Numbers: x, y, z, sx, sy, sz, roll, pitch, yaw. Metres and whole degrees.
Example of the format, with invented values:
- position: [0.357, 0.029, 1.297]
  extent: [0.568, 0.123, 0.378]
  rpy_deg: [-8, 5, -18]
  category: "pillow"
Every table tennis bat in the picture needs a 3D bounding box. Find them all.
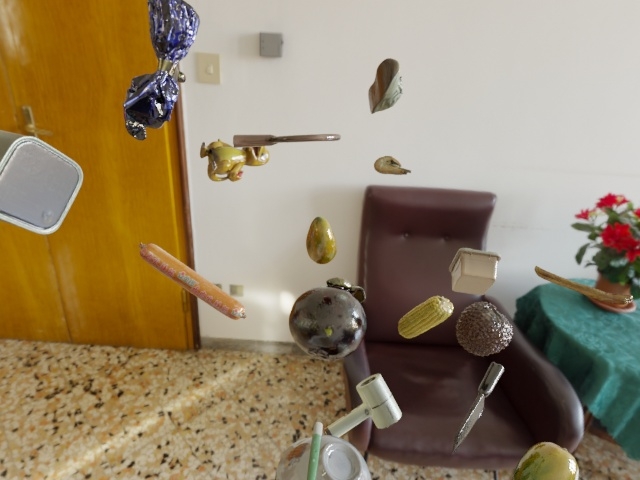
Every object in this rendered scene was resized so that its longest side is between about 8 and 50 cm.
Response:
- position: [-0.054, -0.208, 0.641]
  extent: [0.169, 0.119, 0.107]
  rpy_deg: [-3, 13, -2]
  category: "table tennis bat"

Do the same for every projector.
- position: [-0.311, -0.061, 0.418]
  extent: [0.082, 0.083, 0.083]
  rpy_deg: [14, -15, 20]
  category: "projector"

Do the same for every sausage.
- position: [-0.344, 0.110, 1.108]
  extent: [0.347, 0.053, 0.053]
  rpy_deg: [34, 29, 1]
  category: "sausage"

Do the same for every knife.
- position: [0.324, 0.347, 0.856]
  extent: [0.028, 0.060, 0.230]
  rpy_deg: [13, 39, 41]
  category: "knife"

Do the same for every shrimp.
- position: [0.206, -0.214, 1.180]
  extent: [0.108, 0.023, 0.059]
  rpy_deg: [7, 70, 10]
  category: "shrimp"

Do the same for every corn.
- position: [0.329, 0.247, 1.326]
  extent: [0.081, 0.248, 0.081]
  rpy_deg: [11, 58, -17]
  category: "corn"

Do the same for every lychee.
- position: [0.552, 0.308, 1.417]
  extent: [0.187, 0.188, 0.188]
  rpy_deg: [3, 26, -2]
  category: "lychee"

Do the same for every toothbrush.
- position: [-0.017, 0.413, 0.686]
  extent: [0.018, 0.024, 0.257]
  rpy_deg: [10, 30, 1]
  category: "toothbrush"

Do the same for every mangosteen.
- position: [0.031, 0.269, 1.435]
  extent: [0.287, 0.288, 0.288]
  rpy_deg: [3, 26, -2]
  category: "mangosteen"

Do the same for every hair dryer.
- position: [0.155, 0.755, 1.787]
  extent: [0.361, 0.203, 0.128]
  rpy_deg: [-26, -8, -17]
  category: "hair dryer"

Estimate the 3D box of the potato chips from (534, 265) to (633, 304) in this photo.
- position: [0.606, 0.107, 0.969]
  extent: [0.203, 0.026, 0.037]
  rpy_deg: [20, 55, 33]
  category: "potato chips"

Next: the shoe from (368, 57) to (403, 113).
- position: [0.221, -0.494, 1.334]
  extent: [0.098, 0.103, 0.275]
  rpy_deg: [-10, -1, -4]
  category: "shoe"

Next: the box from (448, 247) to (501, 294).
- position: [0.334, 0.072, 0.905]
  extent: [0.089, 0.122, 0.062]
  rpy_deg: [8, 65, 9]
  category: "box"

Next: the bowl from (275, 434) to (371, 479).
- position: [0.042, 0.757, 1.339]
  extent: [0.345, 0.157, 0.346]
  rpy_deg: [18, 31, -11]
  category: "bowl"

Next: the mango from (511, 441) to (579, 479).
- position: [0.505, 0.583, 0.956]
  extent: [0.156, 0.251, 0.114]
  rpy_deg: [-9, 24, -45]
  category: "mango"

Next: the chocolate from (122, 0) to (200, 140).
- position: [-0.388, -0.409, 1.018]
  extent: [0.126, 0.344, 0.148]
  rpy_deg: [17, 3, 21]
  category: "chocolate"

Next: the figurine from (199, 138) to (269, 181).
- position: [-0.216, -0.200, 1.075]
  extent: [0.176, 0.122, 0.121]
  rpy_deg: [-17, 62, -23]
  category: "figurine"

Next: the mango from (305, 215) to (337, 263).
- position: [0.003, 0.005, 1.263]
  extent: [0.089, 0.163, 0.111]
  rpy_deg: [-26, 64, -20]
  category: "mango"
